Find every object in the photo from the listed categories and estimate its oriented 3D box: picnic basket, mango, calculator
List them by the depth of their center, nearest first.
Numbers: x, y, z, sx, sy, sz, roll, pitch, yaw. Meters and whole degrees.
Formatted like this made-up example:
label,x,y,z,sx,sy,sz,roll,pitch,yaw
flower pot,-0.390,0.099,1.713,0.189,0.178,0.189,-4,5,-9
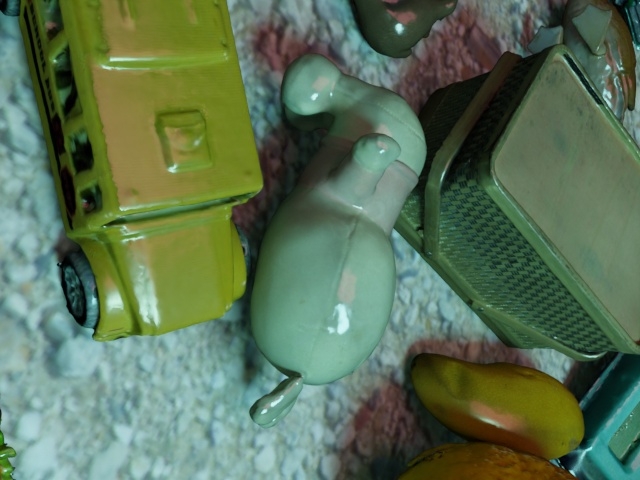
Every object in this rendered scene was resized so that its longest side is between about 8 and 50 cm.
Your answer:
label,x,y,z,sx,sy,sz,roll,pitch,yaw
picnic basket,0.192,-0.026,0.627,0.267,0.139,0.165,44,64,-24
mango,0.167,0.150,0.628,0.190,0.098,0.075,22,114,-27
calculator,0.391,0.216,0.763,0.248,0.058,0.274,-45,113,-12

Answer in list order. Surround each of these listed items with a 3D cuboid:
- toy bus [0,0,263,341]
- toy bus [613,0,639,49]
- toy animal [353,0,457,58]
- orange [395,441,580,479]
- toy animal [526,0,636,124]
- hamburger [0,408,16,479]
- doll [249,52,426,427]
label,x,y,z,sx,sy,sz,roll,pitch,yaw
toy bus,-0.116,-0.109,0.433,0.121,0.123,0.335,-14,93,-35
toy bus,0.355,-0.354,0.793,0.261,0.091,0.109,68,24,-11
toy animal,0.033,-0.249,0.568,0.186,0.094,0.214,-32,112,-24
orange,0.134,0.258,0.518,0.219,0.193,0.219,30,25,-16
toy animal,0.307,-0.184,0.761,0.179,0.089,0.188,-4,83,-50
hamburger,-0.226,0.157,0.355,0.137,0.087,0.165,2,85,-34
doll,0.013,-0.001,0.502,0.113,0.155,0.275,8,77,-4
